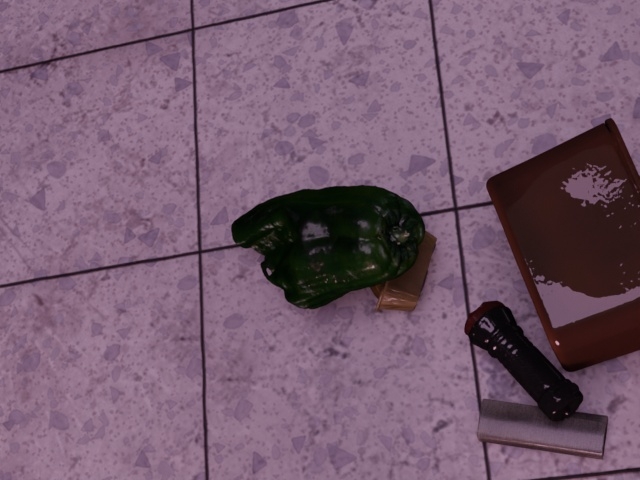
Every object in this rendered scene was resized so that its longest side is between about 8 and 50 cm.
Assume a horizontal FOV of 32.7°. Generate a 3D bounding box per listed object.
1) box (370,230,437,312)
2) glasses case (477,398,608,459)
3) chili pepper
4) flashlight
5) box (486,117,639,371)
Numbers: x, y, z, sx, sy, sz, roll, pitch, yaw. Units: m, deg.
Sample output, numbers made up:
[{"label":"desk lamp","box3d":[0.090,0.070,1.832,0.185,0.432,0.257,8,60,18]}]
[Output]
[{"label":"box","box3d":[0.139,0.045,1.930,0.111,0.111,0.177,12,74,20]},{"label":"glasses case","box3d":[0.365,0.309,1.795,0.205,0.047,0.071,6,71,19]},{"label":"chili pepper","box3d":[-0.008,0.001,1.897,0.385,0.167,0.213,-7,64,43]},{"label":"flashlight","box3d":[0.337,0.201,1.805,0.093,0.093,0.232,-40,57,0]},{"label":"box","box3d":[0.438,0.019,1.775,0.229,0.239,0.339,-23,66,10]}]
